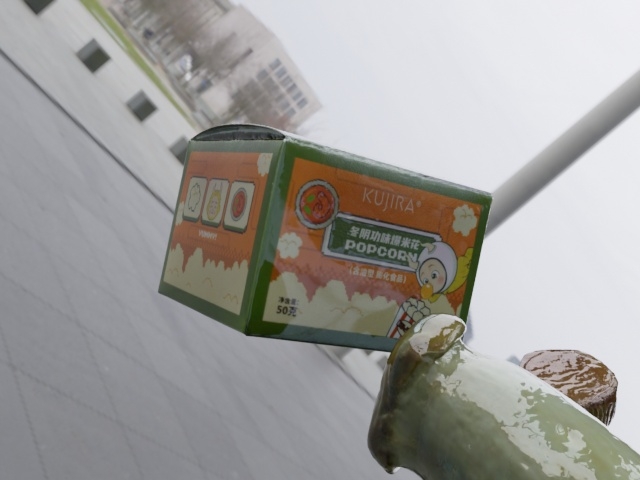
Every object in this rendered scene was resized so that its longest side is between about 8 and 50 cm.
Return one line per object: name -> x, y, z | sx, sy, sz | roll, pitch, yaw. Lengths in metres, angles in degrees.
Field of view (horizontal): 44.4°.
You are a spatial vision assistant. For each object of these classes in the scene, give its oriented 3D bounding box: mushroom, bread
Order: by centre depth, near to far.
mushroom -> 0.135, 0.150, 0.363 | 0.312, 0.081, 0.100 | 41, -50, 38
bread -> 0.200, 0.130, 0.647 | 0.085, 0.085, 0.053 | -129, -145, -53

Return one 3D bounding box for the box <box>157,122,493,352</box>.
box -> 0.000, 0.000, 0.631 | 0.195, 0.148, 0.177 | 12, -1, -31
